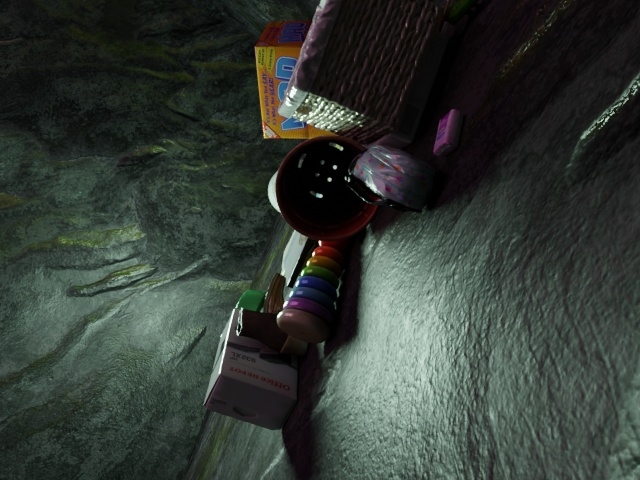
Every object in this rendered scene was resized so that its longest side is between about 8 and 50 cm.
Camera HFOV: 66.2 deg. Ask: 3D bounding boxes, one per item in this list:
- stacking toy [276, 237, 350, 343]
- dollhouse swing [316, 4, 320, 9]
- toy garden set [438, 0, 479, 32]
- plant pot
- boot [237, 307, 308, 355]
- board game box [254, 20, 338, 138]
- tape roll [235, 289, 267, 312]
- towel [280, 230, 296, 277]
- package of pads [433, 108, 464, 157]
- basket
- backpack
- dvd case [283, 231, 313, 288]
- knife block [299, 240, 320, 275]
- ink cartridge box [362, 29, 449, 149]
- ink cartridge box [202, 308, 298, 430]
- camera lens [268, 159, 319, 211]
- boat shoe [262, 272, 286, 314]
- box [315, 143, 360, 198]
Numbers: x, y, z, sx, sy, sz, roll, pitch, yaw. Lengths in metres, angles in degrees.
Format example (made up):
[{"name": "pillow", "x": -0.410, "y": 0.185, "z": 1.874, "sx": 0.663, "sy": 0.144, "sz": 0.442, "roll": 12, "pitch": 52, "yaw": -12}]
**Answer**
[{"name": "stacking toy", "x": 0.006, "y": 0.099, "z": 1.309, "sx": 0.141, "sy": 0.141, "sz": 0.330, "roll": -49, "pitch": 16, "yaw": 59}, {"name": "dollhouse swing", "x": 0.072, "y": -0.898, "z": 2.315, "sx": 0.347, "sy": 0.305, "sz": 0.315, "roll": -105, "pitch": 38, "yaw": -69}, {"name": "toy garden set", "x": 0.351, "y": -0.608, "z": 1.168, "sx": 0.204, "sy": 0.049, "sz": 0.244, "roll": 150, "pitch": 139, "yaw": -69}, {"name": "plant pot", "x": 0.018, "y": -0.169, "z": 1.347, "sx": 0.265, "sy": 0.272, "sz": 0.272, "roll": -95, "pitch": 29, "yaw": -71}, {"name": "boot", "x": -0.136, "y": 0.231, "z": 1.458, "sx": 0.248, "sy": 0.207, "sz": 0.090, "roll": -95, "pitch": 29, "yaw": -65}, {"name": "board game box", "x": -0.040, "y": -0.644, "z": 1.953, "sx": 0.356, "sy": 0.356, "sz": 0.356, "roll": -84, "pitch": -6, "yaw": -53}, {"name": "tape roll", "x": -0.253, "y": 0.345, "z": 1.806, "sx": 0.321, "sy": 0.077, "sz": 0.321, "roll": 9, "pitch": -90, "yaw": -81}, {"name": "towel", "x": -0.108, "y": 0.041, "z": 2.078, "sx": 0.282, "sy": 0.049, "sz": 0.187, "roll": -91, "pitch": 27, "yaw": -64}, {"name": "package of pads", "x": 0.247, "y": -0.207, "z": 0.948, "sx": 0.050, "sy": 0.032, "sz": 0.083, "roll": -37, "pitch": 34, "yaw": 64}, {"name": "basket", "x": 0.080, "y": -0.437, "z": 1.214, "sx": 0.328, "sy": 0.266, "sz": 0.331, "roll": -162, "pitch": 95, "yaw": -78}, {"name": "backpack", "x": 0.148, "y": -0.126, "z": 0.989, "sx": 0.182, "sy": 0.152, "sz": 0.115, "roll": -128, "pitch": 50, "yaw": -63}, {"name": "dvd case", "x": -0.070, "y": 0.028, "z": 1.549, "sx": 0.253, "sy": 0.022, "sz": 0.180, "roll": -114, "pitch": 46, "yaw": -74}, {"name": "knife block", "x": 0.000, "y": 0.000, "z": 1.561, "sx": 0.275, "sy": 0.088, "sz": 0.242, "roll": -129, "pitch": 62, "yaw": -77}, {"name": "ink cartridge box", "x": 0.215, "y": -0.375, "z": 1.311, "sx": 0.261, "sy": 0.066, "sz": 0.296, "roll": 172, "pitch": 119, "yaw": -77}, {"name": "ink cartridge box", "x": -0.187, "y": 0.362, "z": 1.418, "sx": 0.307, "sy": 0.223, "sz": 0.129, "roll": -93, "pitch": 28, "yaw": -64}, {"name": "camera lens", "x": -0.101, "y": -0.221, "z": 2.085, "sx": 0.274, "sy": 0.219, "sz": 0.219, "roll": 173, "pitch": 118, "yaw": -77}, {"name": "boat shoe", "x": -0.155, "y": 0.266, "z": 1.756, "sx": 0.110, "sy": 0.104, "sz": 0.307, "roll": 88, "pitch": -166, "yaw": -64}, {"name": "box", "x": 0.057, "y": -0.239, "z": 1.804, "sx": 0.232, "sy": 0.058, "sz": 0.322, "roll": -140, "pitch": 73, "yaw": -78}]
